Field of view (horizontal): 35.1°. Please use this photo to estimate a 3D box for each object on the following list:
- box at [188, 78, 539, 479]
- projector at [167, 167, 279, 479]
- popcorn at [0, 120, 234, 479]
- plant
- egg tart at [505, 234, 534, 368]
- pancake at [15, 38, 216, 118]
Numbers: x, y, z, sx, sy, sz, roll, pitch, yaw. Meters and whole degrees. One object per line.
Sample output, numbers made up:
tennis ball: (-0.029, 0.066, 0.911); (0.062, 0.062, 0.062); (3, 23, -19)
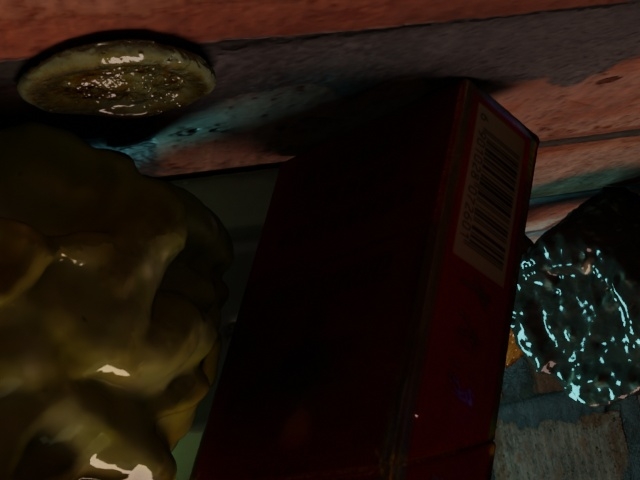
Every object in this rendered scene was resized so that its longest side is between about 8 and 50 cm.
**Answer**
box: (0.026, 0.066, 0.668); (0.089, 0.313, 0.197); (34, 146, -31)
projector: (-0.087, 0.084, 0.909); (0.248, 0.249, 0.248); (-8, 173, -11)
popcorn: (-0.195, 0.067, 0.610); (0.312, 0.312, 0.312); (-9, 172, -1)
plant: (0.387, 0.056, 1.232); (0.312, 0.215, 0.213); (-14, -140, -44)
egg tart: (0.209, 0.068, 1.381); (0.215, 0.215, 0.171); (-8, 158, -9)
pancake: (-0.103, -0.083, 0.529); (0.108, 0.017, 0.108); (-5, 173, -1)
